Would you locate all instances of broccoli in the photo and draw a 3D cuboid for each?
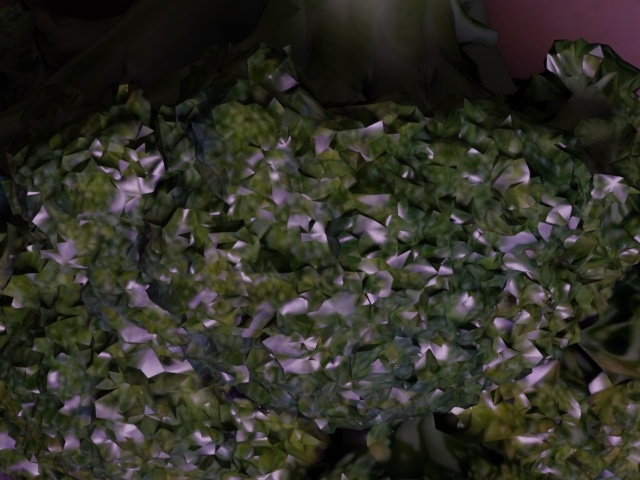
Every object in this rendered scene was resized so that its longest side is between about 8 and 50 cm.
[{"bbox_3d":[-0.008,-0.001,0.719,0.321,0.310,0.413,-27,173,22],"label":"broccoli"}]
